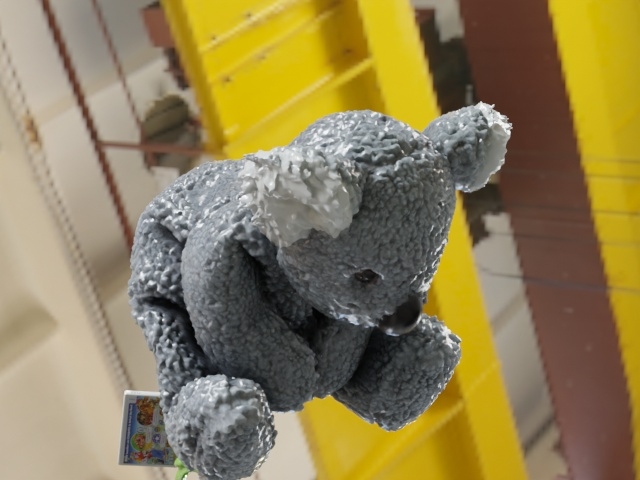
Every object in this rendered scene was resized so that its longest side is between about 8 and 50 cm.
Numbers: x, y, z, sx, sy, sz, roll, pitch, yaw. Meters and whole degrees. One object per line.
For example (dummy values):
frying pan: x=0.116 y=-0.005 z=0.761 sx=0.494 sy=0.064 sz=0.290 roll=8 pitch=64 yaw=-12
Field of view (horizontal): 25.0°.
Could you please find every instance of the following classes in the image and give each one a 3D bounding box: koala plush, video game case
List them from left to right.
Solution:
video game case: x=-0.155 y=0.206 z=1.564 sx=0.122 sy=0.011 sz=0.087 roll=4 pitch=-70 yaw=-11
koala plush: x=0.000 y=0.000 z=0.849 sx=0.196 sy=0.221 sz=0.203 roll=-13 pitch=-112 yaw=-35

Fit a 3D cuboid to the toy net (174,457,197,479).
toy net: x=-0.106 y=0.261 z=0.978 sx=0.232 sy=0.122 sz=0.045 roll=-59 pitch=-14 yaw=2
